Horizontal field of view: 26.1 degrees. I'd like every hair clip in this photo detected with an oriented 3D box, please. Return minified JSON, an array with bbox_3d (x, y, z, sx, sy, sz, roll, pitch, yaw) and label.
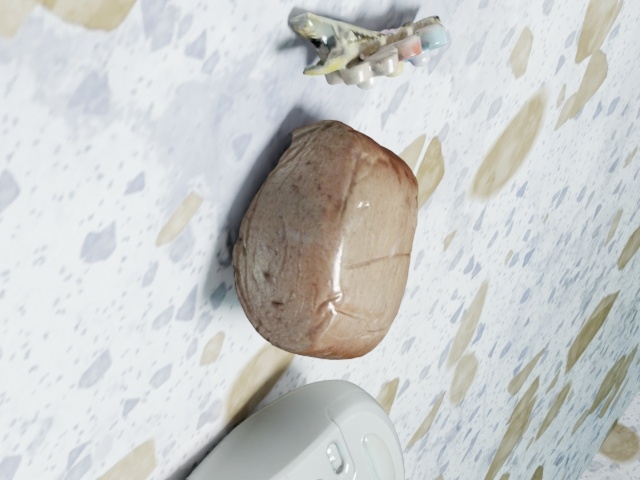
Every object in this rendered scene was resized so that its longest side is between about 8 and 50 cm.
[{"bbox_3d":[0.044,-0.138,1.006,0.214,0.062,0.056,-15,89,-60],"label":"hair clip"}]

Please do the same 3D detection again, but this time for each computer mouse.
[{"bbox_3d":[-0.050,0.241,1.184,0.297,0.121,0.184,-45,129,-31],"label":"computer mouse"}]

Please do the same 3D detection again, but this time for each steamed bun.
[{"bbox_3d":[0.000,0.000,1.031,0.145,0.106,0.175,13,92,-63],"label":"steamed bun"}]
